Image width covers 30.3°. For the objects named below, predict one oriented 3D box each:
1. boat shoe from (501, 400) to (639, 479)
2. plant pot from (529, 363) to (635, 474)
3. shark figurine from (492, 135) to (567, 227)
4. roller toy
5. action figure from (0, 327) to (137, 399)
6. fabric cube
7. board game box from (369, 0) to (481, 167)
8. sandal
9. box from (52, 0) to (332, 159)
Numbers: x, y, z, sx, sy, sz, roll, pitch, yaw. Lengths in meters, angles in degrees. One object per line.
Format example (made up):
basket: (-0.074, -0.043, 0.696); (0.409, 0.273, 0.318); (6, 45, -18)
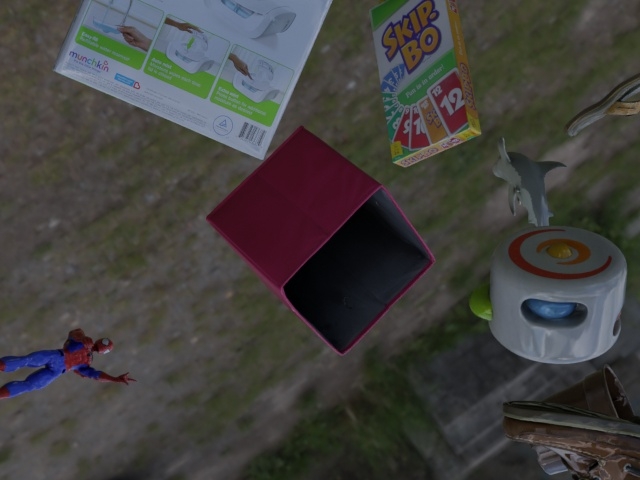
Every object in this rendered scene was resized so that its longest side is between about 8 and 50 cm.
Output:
boat shoe: (0.354, 0.265, 1.445); (0.307, 0.111, 0.104); (13, 91, -19)
plant pot: (0.451, 0.321, 2.048); (0.165, 0.167, 0.167); (-25, 161, 21)
shark figurine: (0.397, -0.091, 2.121); (0.116, 0.278, 0.166); (-16, 141, -5)
roller toy: (0.338, 0.068, 1.678); (0.209, 0.191, 0.146); (-18, 123, -27)
action figure: (-0.405, 0.202, 1.875); (0.139, 0.091, 0.280); (1, -168, 31)
fabric cube: (0.000, 0.000, 2.142); (0.259, 0.258, 0.254); (-45, 137, -6)
board game box: (0.134, -0.237, 1.567); (0.124, 0.259, 0.039); (-23, 152, 35)
sandal: (0.455, -0.204, 1.798); (0.180, 0.049, 0.072); (-34, 168, 19)
box: (-0.147, -0.253, 1.379); (0.231, 0.262, 0.127); (-67, -165, 5)
